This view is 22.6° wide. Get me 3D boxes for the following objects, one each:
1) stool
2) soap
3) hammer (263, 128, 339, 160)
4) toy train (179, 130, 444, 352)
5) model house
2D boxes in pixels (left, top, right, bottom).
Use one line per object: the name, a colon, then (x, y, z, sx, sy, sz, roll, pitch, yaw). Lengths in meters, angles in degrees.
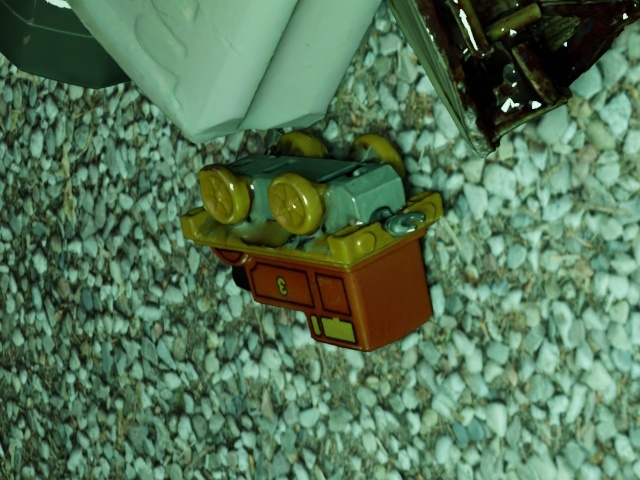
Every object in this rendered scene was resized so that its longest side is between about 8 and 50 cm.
stool: (-0.349, -0.316, 2.265, 0.232, 0.232, 0.141, 40, 124, 41)
soap: (-0.088, -0.366, 1.868, 0.350, 0.213, 0.435, 53, 134, 25)
hammer: (-0.005, -0.108, 2.011, 0.201, 0.021, 0.078, 29, 113, 46)
toy train: (0.000, 0.000, 1.893, 0.369, 0.163, 0.231, 8, 115, 50)
model house: (0.200, -0.309, 1.591, 0.317, 0.282, 0.297, 63, 179, 30)
